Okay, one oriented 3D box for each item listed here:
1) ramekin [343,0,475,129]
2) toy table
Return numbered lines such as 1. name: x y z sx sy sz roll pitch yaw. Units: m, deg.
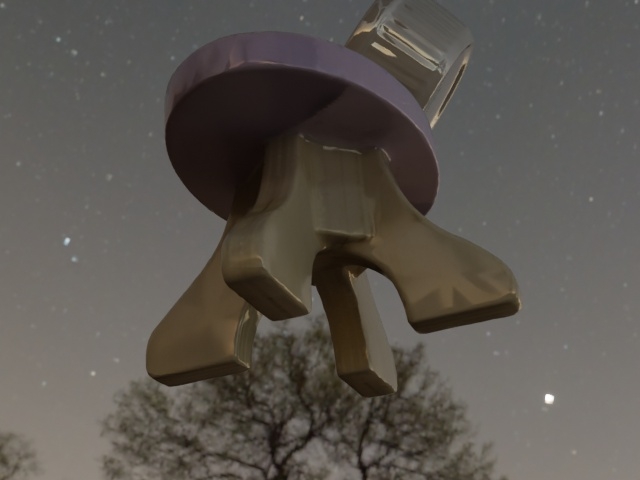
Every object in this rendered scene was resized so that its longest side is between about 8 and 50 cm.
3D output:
1. ramekin: 0.104 -0.211 1.263 0.127 0.273 0.273 32 -27 9
2. toy table: 0.000 0.000 0.624 0.252 0.161 0.274 -19 -29 27
